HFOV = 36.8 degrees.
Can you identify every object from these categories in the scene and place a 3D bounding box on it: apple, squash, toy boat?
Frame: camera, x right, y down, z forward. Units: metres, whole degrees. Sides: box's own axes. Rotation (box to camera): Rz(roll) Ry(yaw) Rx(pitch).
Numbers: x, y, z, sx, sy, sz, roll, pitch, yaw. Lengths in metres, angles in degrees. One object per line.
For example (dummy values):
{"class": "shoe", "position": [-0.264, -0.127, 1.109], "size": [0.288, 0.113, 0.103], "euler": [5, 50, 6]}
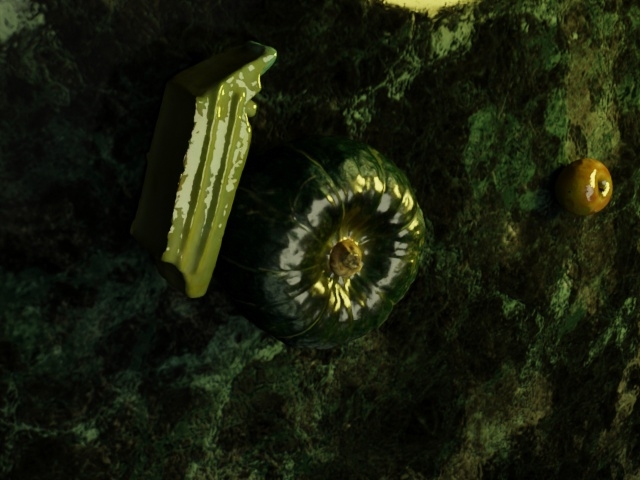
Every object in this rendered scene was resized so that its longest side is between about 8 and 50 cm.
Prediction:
{"class": "apple", "position": [0.404, -0.083, 1.479], "size": [0.090, 0.074, 0.089], "euler": [-15, 115, -35]}
{"class": "squash", "position": [0.000, 0.000, 1.117], "size": [0.252, 0.165, 0.252], "euler": [-18, 122, -32]}
{"class": "toy boat", "position": [-0.132, -0.082, 1.012], "size": [0.084, 0.111, 0.276], "euler": [12, 101, -36]}
